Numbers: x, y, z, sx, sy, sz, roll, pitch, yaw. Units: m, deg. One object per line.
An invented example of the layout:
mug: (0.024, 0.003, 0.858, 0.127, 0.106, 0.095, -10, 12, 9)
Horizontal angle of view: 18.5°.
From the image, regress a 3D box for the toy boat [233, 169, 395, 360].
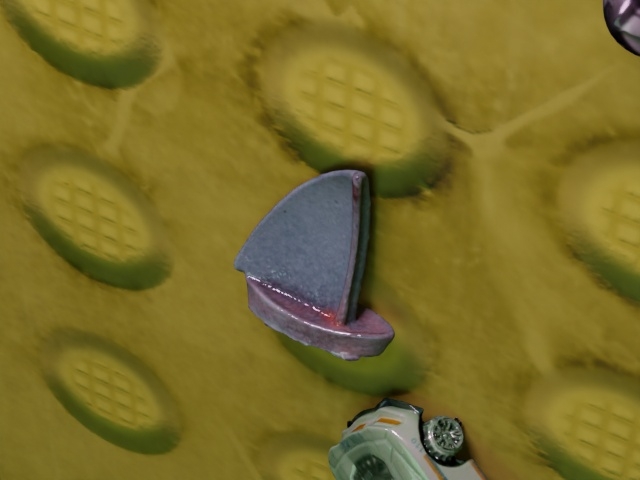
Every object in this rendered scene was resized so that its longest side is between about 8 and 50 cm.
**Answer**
toy boat: (0.000, -0.001, 1.014, 0.096, 0.034, 0.122, 22, 132, 18)

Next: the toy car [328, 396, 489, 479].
toy car: (0.078, 0.171, 1.091, 0.186, 0.058, 0.093, 51, 141, -2)

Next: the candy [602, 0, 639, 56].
candy: (0.181, -0.126, 0.714, 0.094, 0.051, 0.226, 41, 143, -1)
